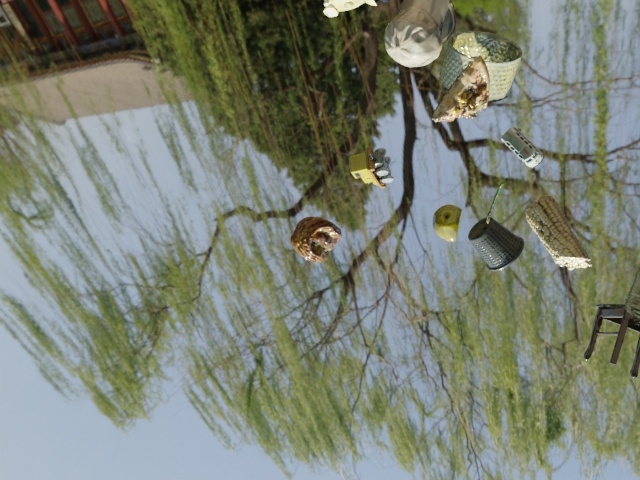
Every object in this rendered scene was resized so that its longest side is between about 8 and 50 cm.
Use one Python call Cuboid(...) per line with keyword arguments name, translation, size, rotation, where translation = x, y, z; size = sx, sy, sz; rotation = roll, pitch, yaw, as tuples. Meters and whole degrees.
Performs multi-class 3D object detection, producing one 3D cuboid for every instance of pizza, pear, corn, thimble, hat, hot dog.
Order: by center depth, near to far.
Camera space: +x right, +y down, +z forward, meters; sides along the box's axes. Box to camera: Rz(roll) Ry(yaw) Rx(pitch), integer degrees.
Cuboid(name="corn", translation=(0.566, -0.013, 1.211), size=(0.086, 0.087, 0.211), rotation=(-15, -128, 7))
Cuboid(name="pizza", translation=(0.376, -0.373, 1.329), size=(0.195, 0.185, 0.052), rotation=(-39, -132, -6))
Cuboid(name="hat", translation=(0.324, -0.731, 1.695), size=(0.231, 0.275, 0.161), rotation=(26, -164, 25))
Cuboid(name="thimble", translation=(0.568, -0.620, 1.788), size=(0.270, 0.150, 0.271), rotation=(2, -135, -2))
Cuboid(name="pear", translation=(0.464, -0.066, 1.854), size=(0.103, 0.141, 0.141), rotation=(10, -136, 21))
Cuboid(name="hot dog", translation=(0.001, 0.001, 2.003), size=(0.114, 0.259, 0.175), rotation=(29, -85, 33))

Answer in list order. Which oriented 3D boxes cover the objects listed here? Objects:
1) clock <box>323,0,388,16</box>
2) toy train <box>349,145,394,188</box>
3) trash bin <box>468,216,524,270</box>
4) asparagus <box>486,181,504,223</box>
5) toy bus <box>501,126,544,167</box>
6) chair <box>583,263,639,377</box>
Cuboid(name="clock", translation=(0.098, -0.955, 1.782), size=(0.276, 0.120, 0.379), rotation=(-28, -110, 22))
Cuboid(name="toy train", translation=(0.175, -0.245, 1.711), size=(0.127, 0.219, 0.090), rotation=(-9, -107, 18))
Cuboid(name="trash bin", translation=(0.660, 0.000, 1.926), size=(0.175, 0.161, 0.175), rotation=(-45, -168, 12))
Cuboid(name="asparagus", translation=(0.576, -0.124, 1.669), size=(0.016, 0.163, 0.016), rotation=(-8, -140, -23))
Cuboid(name="toy bus", translation=(0.843, -0.392, 2.104), size=(0.087, 0.089, 0.194), rotation=(-47, -127, 26))
Cuboid(name="chair", translation=(0.826, 0.184, 1.296), size=(0.160, 0.186, 0.320), rotation=(20, -98, 8))
